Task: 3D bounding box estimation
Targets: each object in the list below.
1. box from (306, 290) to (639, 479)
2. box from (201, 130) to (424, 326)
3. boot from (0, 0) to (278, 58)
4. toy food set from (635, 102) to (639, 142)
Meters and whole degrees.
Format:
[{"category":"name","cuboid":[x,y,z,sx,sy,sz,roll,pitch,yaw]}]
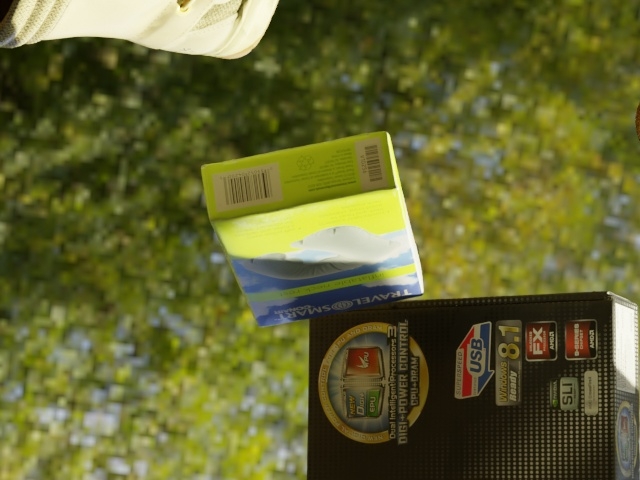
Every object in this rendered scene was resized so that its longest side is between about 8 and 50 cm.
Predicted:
[{"category":"box","cuboid":[0.098,0.173,1.262,0.216,0.270,0.060,-3,170,25]},{"category":"box","cuboid":[0.000,0.000,1.137,0.109,0.042,0.178,-11,155,4]},{"category":"boot","cuboid":[-0.097,-0.226,1.081,0.203,0.262,0.095,-4,-148,-43]},{"category":"toy food set","cuboid":[0.246,-0.047,0.706,0.104,0.232,0.111,39,-153,-57]}]
